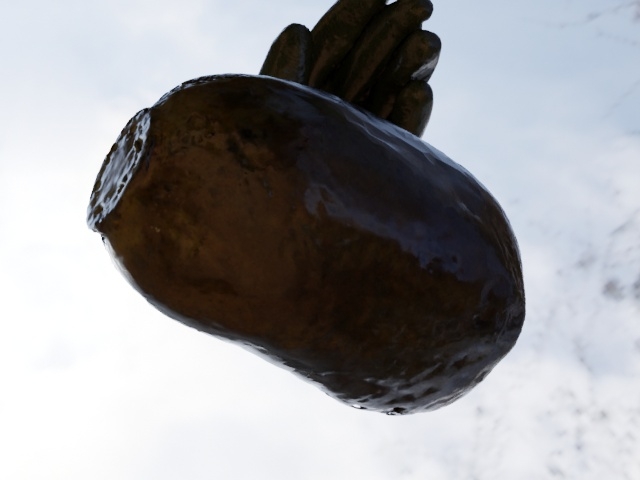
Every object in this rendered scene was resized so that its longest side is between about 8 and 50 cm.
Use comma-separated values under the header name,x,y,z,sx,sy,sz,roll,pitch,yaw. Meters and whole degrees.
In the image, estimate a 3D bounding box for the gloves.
name,x,y,z,sx,sy,sz,roll,pitch,yaw
gloves,0.002,-0.050,1.260,0.107,0.135,0.268,37,-73,60

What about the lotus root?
name,x,y,z,sx,sy,sz,roll,pitch,yaw
lotus root,0.000,0.000,1.080,0.152,0.275,0.160,-52,-144,29
